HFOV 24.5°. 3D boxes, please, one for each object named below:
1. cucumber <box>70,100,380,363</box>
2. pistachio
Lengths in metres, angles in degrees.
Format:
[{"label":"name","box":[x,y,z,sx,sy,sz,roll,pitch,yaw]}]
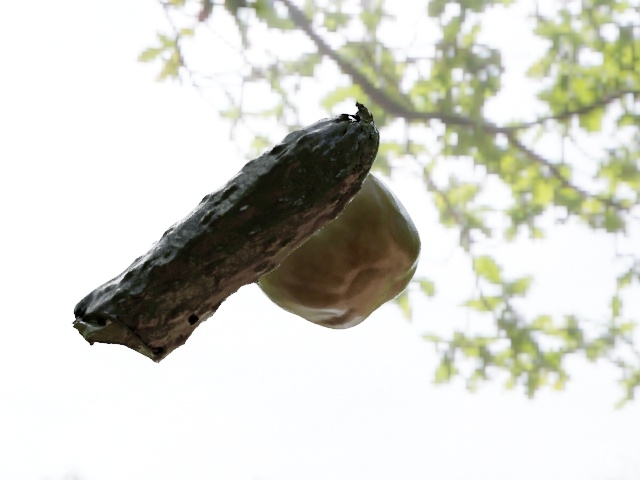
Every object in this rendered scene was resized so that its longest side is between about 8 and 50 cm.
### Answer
[{"label":"cucumber","box":[-0.041,-0.004,0.728,0.181,0.053,0.053,-41,-23,-5]},{"label":"pistachio","box":[0.000,0.000,1.051,0.108,0.126,0.185,-9,5,-27]}]
